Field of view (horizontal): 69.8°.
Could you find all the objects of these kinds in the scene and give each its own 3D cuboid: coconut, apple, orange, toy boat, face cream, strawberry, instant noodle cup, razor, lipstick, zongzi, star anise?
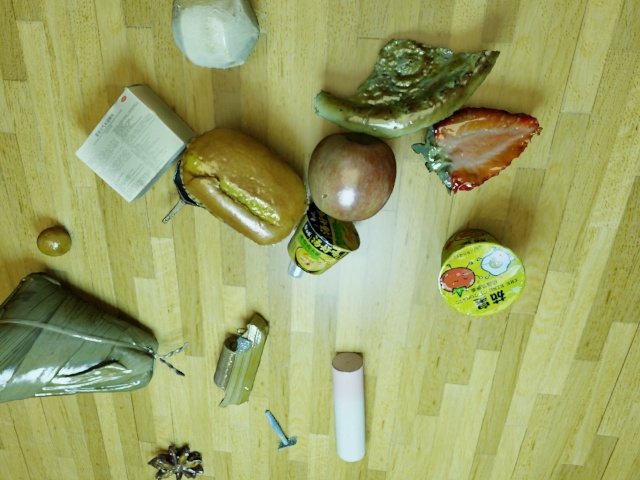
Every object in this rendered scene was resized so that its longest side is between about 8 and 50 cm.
[{"bbox_3d":[-0.197,-0.423,0.896,0.162,0.161,0.160,5,114,2],"label":"coconut"},{"bbox_3d":[0.066,-0.135,0.978,0.189,0.188,0.173,15,117,0],"label":"apple"},{"bbox_3d":[-0.690,0.005,1.192,0.085,0.085,0.084,3,114,6],"label":"orange"},{"bbox_3d":[-0.228,0.341,1.278,0.116,0.089,0.310,18,115,2],"label":"toy boat"},{"bbox_3d":[-0.055,0.057,1.167,0.040,0.021,0.083,20,115,-2],"label":"face cream"},{"bbox_3d":[0.324,-0.211,0.966,0.228,0.098,0.174,-35,90,7],"label":"strawberry"},{"bbox_3d":[0.000,0.000,1.077,0.151,0.151,0.122,37,124,-10],"label":"instant noodle cup"},{"bbox_3d":[-0.133,0.576,1.403,0.068,0.040,0.134,-25,104,16],"label":"razor"},{"bbox_3d":[0.082,0.475,1.301,0.087,0.087,0.326,0,114,7],"label":"lipstick"},{"bbox_3d":[-0.649,0.376,1.147,0.500,0.466,0.218,30,135,-8],"label":"zongzi"},{"bbox_3d":[0.355,0.060,1.052,0.183,0.144,0.182,3,113,7],"label":"instant noodle cup"},{"bbox_3d":[-0.493,0.737,1.490,0.234,0.073,0.177,-21,119,-2],"label":"star anise"}]

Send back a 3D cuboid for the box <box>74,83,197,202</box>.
[{"bbox_3d":[-0.419,-0.220,1.047,0.212,0.095,0.168,-40,105,20],"label":"box"}]

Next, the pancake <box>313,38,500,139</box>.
[{"bbox_3d":[0.165,-0.316,0.923,0.377,0.054,0.197,-17,85,12],"label":"pancake"}]

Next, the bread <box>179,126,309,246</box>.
[{"bbox_3d":[-0.168,-0.116,0.995,0.288,0.156,0.204,37,96,-19],"label":"bread"}]

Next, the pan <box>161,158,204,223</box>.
[{"bbox_3d":[-0.311,-0.133,1.097,0.202,0.048,0.128,-18,109,13],"label":"pan"}]
